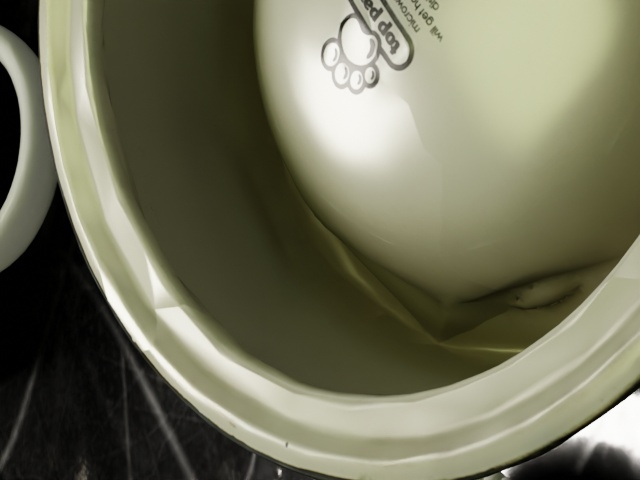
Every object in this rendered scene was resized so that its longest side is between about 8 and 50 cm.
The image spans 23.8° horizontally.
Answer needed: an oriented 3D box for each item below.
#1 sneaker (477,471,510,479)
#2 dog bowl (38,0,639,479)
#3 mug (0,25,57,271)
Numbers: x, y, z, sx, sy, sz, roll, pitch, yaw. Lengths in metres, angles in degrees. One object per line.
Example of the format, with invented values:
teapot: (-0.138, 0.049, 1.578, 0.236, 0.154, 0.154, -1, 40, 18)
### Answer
sneaker: (0.057, 0.202, 0.665, 0.235, 0.153, 0.094, 50, 163, 33)
dog bowl: (0.059, -0.105, 0.663, 0.408, 0.150, 0.408, 1, 92, 42)
mug: (-0.369, -0.057, 1.170, 0.374, 0.276, 0.328, -5, 74, 21)
